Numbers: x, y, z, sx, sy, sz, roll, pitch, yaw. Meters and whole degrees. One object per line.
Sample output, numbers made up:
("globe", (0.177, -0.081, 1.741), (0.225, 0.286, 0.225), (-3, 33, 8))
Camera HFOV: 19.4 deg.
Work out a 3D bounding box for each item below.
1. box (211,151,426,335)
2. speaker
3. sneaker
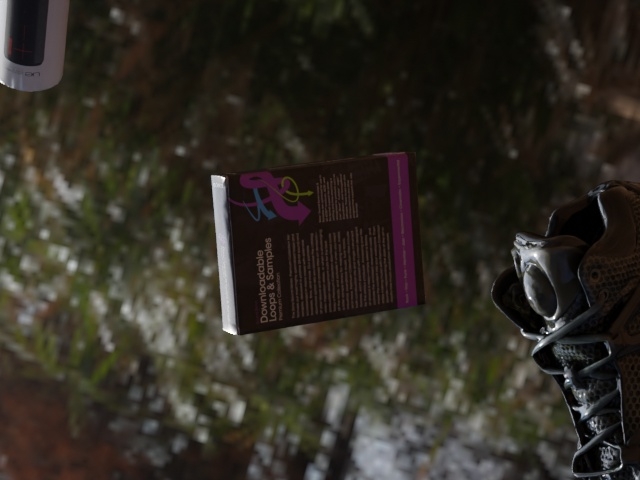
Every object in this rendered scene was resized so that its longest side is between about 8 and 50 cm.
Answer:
("box", (0.000, 0.000, 1.361), (0.162, 0.116, 0.029), (-8, -172, -31))
("speaker", (-0.218, -0.182, 1.423), (0.055, 0.136, 0.055), (8, -141, -6))
("sneaker", (0.140, 0.074, 0.927), (0.130, 0.228, 0.087), (18, 163, -28))
